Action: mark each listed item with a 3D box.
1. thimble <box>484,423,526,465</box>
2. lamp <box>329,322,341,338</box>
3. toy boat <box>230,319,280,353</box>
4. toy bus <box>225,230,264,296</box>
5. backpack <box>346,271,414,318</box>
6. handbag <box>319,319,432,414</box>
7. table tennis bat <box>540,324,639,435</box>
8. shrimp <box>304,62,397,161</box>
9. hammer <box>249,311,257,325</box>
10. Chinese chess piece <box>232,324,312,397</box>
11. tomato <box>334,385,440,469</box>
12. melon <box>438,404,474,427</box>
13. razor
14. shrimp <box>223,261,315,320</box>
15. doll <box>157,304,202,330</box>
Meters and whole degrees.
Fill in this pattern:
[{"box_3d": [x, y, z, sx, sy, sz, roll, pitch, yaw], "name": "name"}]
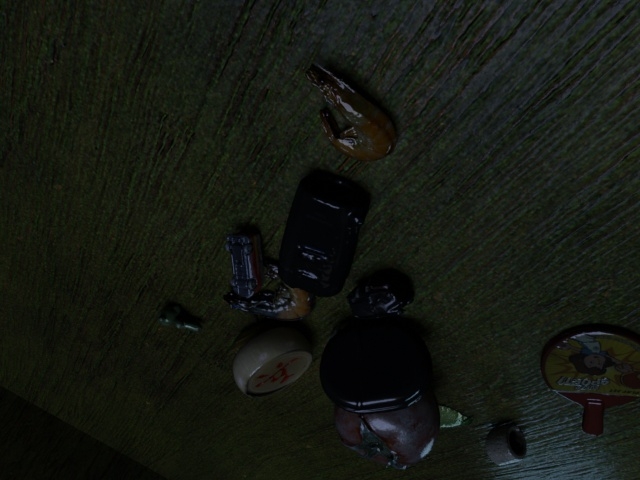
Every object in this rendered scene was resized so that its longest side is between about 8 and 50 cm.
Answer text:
[{"box_3d": [0.582, 0.637, 1.541, 0.102, 0.115, 0.090, 34, 134, -13], "name": "thimble"}, {"box_3d": [0.126, 0.307, 1.471, 0.198, 0.050, 0.056, 26, 131, 1], "name": "lamp"}, {"box_3d": [-0.203, 0.322, 1.577, 0.068, 0.088, 0.226, 13, 145, -44], "name": "toy boat"}, {"box_3d": [-0.197, 0.060, 1.324, 0.079, 0.077, 0.174, 5, 109, 31], "name": "toy bus"}, {"box_3d": [0.150, 0.143, 1.277, 0.165, 0.120, 0.106, -11, 103, 29], "name": "backpack"}, {"box_3d": [0.147, 0.337, 1.344, 0.307, 0.254, 0.093, -10, 147, 8], "name": "handbag"}, {"box_3d": [0.728, 0.374, 1.304, 0.268, 0.051, 0.415, -2, 126, 22], "name": "table tennis bat"}, {"box_3d": [0.054, -0.253, 1.000, 0.150, 0.068, 0.249, -16, 127, 38], "name": "shrimp"}, {"box_3d": [-0.207, 0.246, 1.561, 0.019, 0.036, 0.110, 12, 141, 9], "name": "hammer"}, {"box_3d": [-0.145, 0.371, 1.506, 0.103, 0.249, 0.250, 54, 146, 34], "name": "Chinese chess piece"}, {"box_3d": [0.198, 0.516, 1.466, 0.316, 0.283, 0.317, 13, 135, 14], "name": "tomato"}, {"box_3d": [0.368, 0.561, 1.619, 0.261, 0.053, 0.114, 8, 114, 10], "name": "melon"}, {"box_3d": [0.001, -0.004, 1.204, 0.189, 0.107, 0.327, 20, 133, 4], "name": "razor"}, {"box_3d": [-0.161, 0.146, 1.433, 0.290, 0.054, 0.222, 2, 131, 15], "name": "shrimp"}, {"box_3d": [-0.471, 0.264, 1.657, 0.150, 0.078, 0.115, 28, 172, -19], "name": "doll"}]
